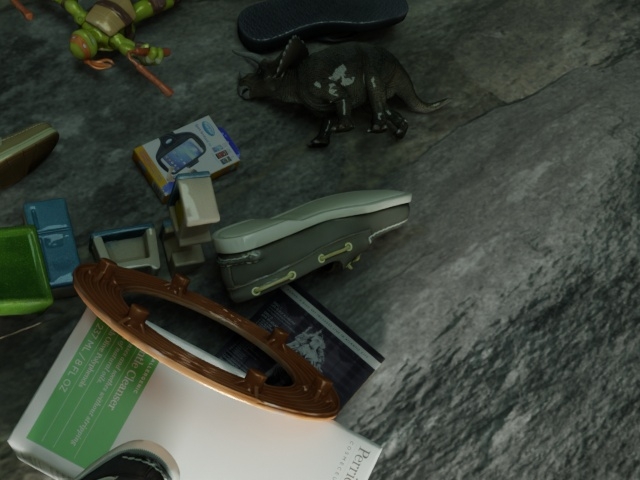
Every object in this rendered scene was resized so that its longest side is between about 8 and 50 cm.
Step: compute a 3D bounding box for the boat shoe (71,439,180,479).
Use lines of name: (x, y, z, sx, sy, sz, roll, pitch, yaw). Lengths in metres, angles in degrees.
boat shoe: (-0.273, 0.319, 1.244, 0.114, 0.302, 0.091, 43, 17, -5)

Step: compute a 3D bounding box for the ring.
ring: (-0.121, 0.102, 1.366, 0.337, 0.336, 0.032, 27, 97, -1)

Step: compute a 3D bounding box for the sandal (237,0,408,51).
sandal: (0.001, -0.327, 1.772, 0.255, 0.054, 0.097, -11, 60, -10)

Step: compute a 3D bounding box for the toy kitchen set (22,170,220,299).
toy kitchen set: (-0.247, -0.029, 1.479, 0.207, 0.166, 0.122, -10, 67, -21)

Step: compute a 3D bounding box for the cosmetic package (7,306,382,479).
cosmetic package: (-0.140, 0.240, 1.372, 0.366, 0.155, 0.197, 27, 70, 0)

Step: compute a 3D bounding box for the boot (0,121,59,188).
boot: (-0.456, -0.133, 1.525, 0.213, 0.077, 0.165, -32, 75, -24)

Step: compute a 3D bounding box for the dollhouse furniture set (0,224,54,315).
dollhouse furniture set: (-0.389, 0.160, 1.347, 0.151, 0.197, 0.301, -3, 68, -39)

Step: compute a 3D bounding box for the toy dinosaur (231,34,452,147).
toy dinosaur: (0.047, -0.219, 1.687, 0.314, 0.121, 0.160, -8, 80, -15)

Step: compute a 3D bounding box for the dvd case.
dvd case: (-0.047, 0.172, 1.522, 0.164, 0.018, 0.221, 40, 61, 7)

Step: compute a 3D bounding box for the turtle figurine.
turtle figurine: (-0.268, -0.301, 1.655, 0.269, 0.087, 0.217, 32, 57, 11)

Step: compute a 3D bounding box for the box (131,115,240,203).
box: (-0.173, -0.112, 1.622, 0.136, 0.028, 0.081, -29, 75, -24)

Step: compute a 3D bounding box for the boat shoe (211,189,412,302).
boat shoe: (-0.003, 0.000, 1.577, 0.305, 0.109, 0.091, -17, 104, -34)
